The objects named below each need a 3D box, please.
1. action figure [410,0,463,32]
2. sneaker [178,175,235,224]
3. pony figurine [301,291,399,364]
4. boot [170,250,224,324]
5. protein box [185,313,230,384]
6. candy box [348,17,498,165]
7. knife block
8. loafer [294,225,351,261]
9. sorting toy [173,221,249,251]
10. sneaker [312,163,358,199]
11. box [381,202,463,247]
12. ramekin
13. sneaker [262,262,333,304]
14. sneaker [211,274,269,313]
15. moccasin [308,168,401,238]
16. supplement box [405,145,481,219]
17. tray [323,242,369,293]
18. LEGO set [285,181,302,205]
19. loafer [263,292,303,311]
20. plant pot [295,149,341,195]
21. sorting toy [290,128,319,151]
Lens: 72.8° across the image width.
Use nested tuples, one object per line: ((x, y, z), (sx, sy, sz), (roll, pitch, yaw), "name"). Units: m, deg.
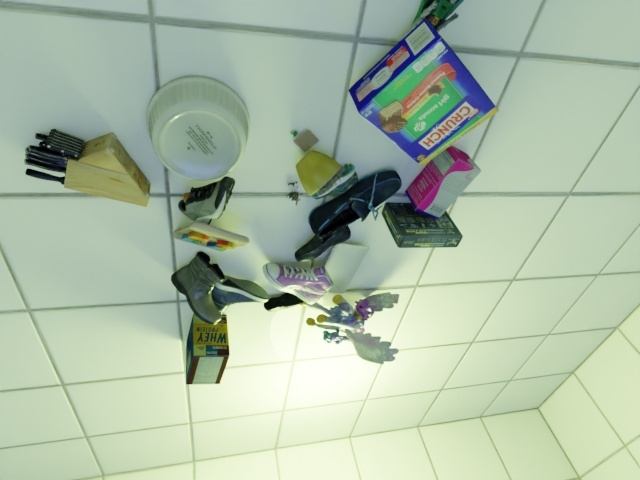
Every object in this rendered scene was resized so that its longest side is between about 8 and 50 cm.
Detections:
((0.300, -0.584, 1.094), (0.137, 0.063, 0.232), (12, 131, -30), "action figure")
((-0.335, -0.117, 1.264), (0.108, 0.100, 0.271), (31, 146, -26), "sneaker")
((0.129, 0.333, 1.798), (0.351, 0.302, 0.363), (-9, 149, 39), "pony figurine")
((-0.395, 0.170, 1.522), (0.161, 0.083, 0.246), (-34, 101, 18), "boot")
((-0.453, 0.431, 1.728), (0.136, 0.199, 0.201), (7, 130, -22), "protein box")
((0.285, -0.386, 1.199), (0.268, 0.122, 0.317), (-37, 137, 28), "candy box")
((-0.636, -0.179, 1.177), (0.242, 0.088, 0.275), (-20, 135, 4), "knife block")
((0.000, 0.000, 1.549), (0.223, 0.076, 0.078), (-29, 129, 5), "loafer")
((-0.354, -0.002, 1.392), (0.193, 0.038, 0.208), (19, 161, -30), "sorting toy")
((0.052, -0.174, 1.406), (0.166, 0.065, 0.076), (-30, 137, 14), "sneaker")
((0.352, -0.055, 1.521), (0.233, 0.183, 0.059), (-1, 132, -17), "box")
((-0.319, -0.280, 1.147), (0.273, 0.127, 0.273), (-8, 134, -9), "ramekin")
((-0.071, 0.124, 1.615), (0.282, 0.102, 0.161), (30, 122, -36), "sneaker")
((-0.324, 0.227, 1.645), (0.226, 0.086, 0.163), (21, 115, -23), "sneaker")
((0.126, -0.105, 1.452), (0.342, 0.116, 0.138), (-33, 133, 14), "moccasin")
((0.405, -0.196, 1.453), (0.111, 0.114, 0.220), (18, 126, -29), "supplement box")
((0.074, 0.106, 1.698), (0.145, 0.030, 0.270), (8, 130, -22), "tray")
((-0.086, -0.155, 1.413), (0.054, 0.023, 0.083), (1, 119, -20), "LEGO set")
((-0.143, 0.249, 1.757), (0.170, 0.062, 0.061), (-10, 156, -3), "loafer")
((-0.019, -0.215, 1.312), (0.134, 0.134, 0.095), (-40, 102, 21), "plant pot")
((-0.050, -0.304, 1.284), (0.062, 0.012, 0.083), (-32, 137, 20), "sorting toy")
